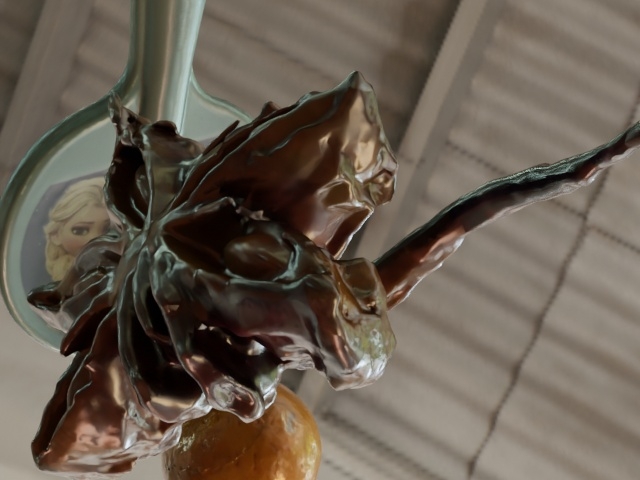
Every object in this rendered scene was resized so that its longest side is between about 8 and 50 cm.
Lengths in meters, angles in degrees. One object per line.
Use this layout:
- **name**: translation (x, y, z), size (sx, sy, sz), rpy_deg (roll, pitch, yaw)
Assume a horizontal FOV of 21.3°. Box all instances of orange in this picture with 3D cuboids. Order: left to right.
- **orange**: translation (-0.037, 0.104, 0.819), size (0.083, 0.083, 0.070), rpy_deg (-35, -62, 14)

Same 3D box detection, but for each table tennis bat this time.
- **table tennis bat**: translation (-0.081, -0.041, 0.812), size (0.149, 0.038, 0.237), rpy_deg (-7, -54, -28)

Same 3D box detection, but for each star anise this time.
- **star anise**: translation (0.000, 0.000, 0.401), size (0.191, 0.097, 0.070), rpy_deg (-22, -49, 40)
